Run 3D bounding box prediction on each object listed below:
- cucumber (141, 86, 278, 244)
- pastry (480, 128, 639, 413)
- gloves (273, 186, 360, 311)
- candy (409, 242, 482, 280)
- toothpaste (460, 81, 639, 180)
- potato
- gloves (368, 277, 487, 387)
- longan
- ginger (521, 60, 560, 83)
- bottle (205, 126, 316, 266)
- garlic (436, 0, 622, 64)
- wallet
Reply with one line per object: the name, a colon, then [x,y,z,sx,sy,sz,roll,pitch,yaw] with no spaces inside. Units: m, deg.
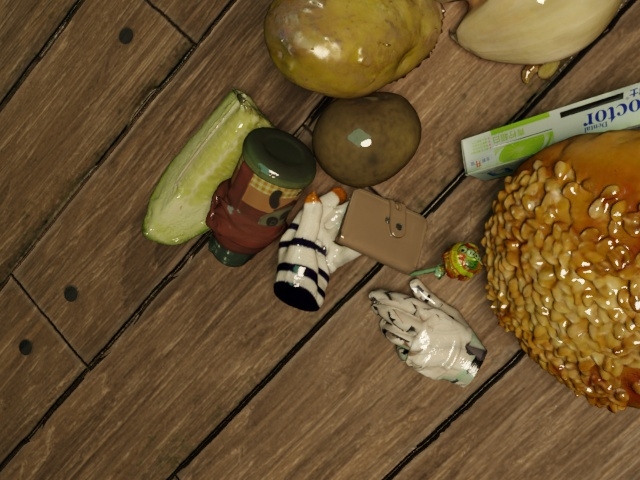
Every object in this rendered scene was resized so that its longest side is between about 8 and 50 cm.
cucumber: [-0.210,-0.126,1.065,0.325,0.145,0.105,-47,41,12]
pastry: [0.400,0.048,0.760,0.245,0.409,0.409,-23,80,-29]
gloves: [-0.006,0.006,0.999,0.140,0.131,0.218,31,59,-23]
candy: [0.193,0.044,0.916,0.060,0.201,0.060,4,78,-18]
toothpaste: [0.389,-0.166,0.853,0.336,0.081,0.067,-14,79,37]
potato: [0.032,-0.324,0.871,0.229,0.266,0.229,16,121,29]
gloves: [0.173,0.152,0.954,0.212,0.111,0.127,32,102,6]
longan: [0.080,-0.174,0.954,0.187,0.167,0.167,-27,82,11]
ginger: [0.381,-0.306,0.944,0.048,0.030,0.097,32,94,12]
bottle: [-0.114,-0.063,0.998,0.156,0.143,0.271,16,132,-20]
garlic: [0.319,-0.435,0.890,0.313,0.249,0.286,-21,123,6]
wallet: [0.110,-0.018,0.965,0.153,0.039,0.118,22,68,-11]
